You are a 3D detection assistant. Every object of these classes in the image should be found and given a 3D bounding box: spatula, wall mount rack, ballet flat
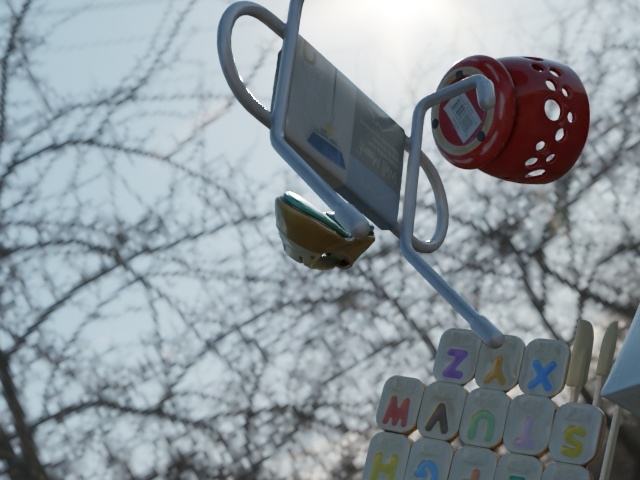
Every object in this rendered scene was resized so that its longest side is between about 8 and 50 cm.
[{"bbox_3d":[0.353,0.216,1.794,0.019,0.242,0.168,14,9,40],"label":"spatula"},{"bbox_3d":[0.057,-0.070,1.243,0.130,0.304,0.350,-19,-39,34],"label":"wall mount rack"},{"bbox_3d":[0.000,0.000,1.566,0.073,0.080,0.232,-57,-23,8],"label":"ballet flat"}]

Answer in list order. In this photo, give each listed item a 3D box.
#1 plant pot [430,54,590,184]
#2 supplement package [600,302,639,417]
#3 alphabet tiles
[{"bbox_3d":[0.274,-0.184,2.085,0.174,0.191,0.191,6,-37,-38],"label":"plant pot"},{"bbox_3d":[0.290,0.076,0.972,0.105,0.105,0.179,-62,6,-19],"label":"supplement package"},{"bbox_3d":[0.183,0.238,1.627,0.284,0.278,0.021,6,-17,33],"label":"alphabet tiles"}]
